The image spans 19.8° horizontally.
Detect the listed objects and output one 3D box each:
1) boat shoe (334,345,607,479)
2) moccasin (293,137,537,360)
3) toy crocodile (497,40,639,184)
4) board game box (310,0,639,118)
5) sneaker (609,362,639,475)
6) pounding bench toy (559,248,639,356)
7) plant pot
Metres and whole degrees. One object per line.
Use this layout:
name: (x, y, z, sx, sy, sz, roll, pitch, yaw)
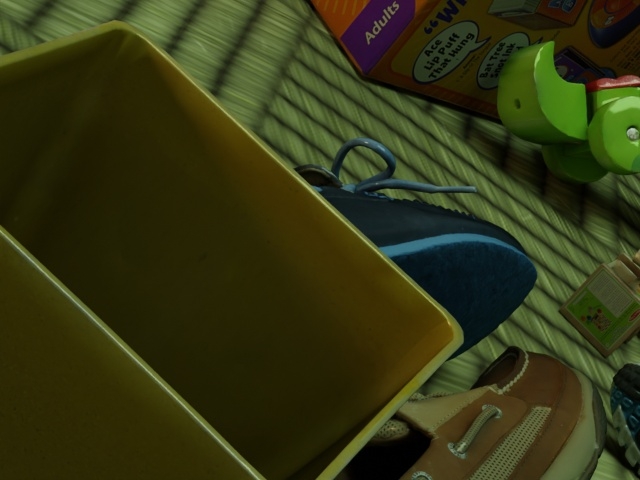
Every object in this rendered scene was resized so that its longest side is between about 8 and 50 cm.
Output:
boat shoe: (0.066, 0.129, 0.964, 0.120, 0.122, 0.324, 36, 24, -1)
moccasin: (0.000, 0.000, 1.067, 0.342, 0.138, 0.117, 8, 35, -51)
toy crocodile: (0.309, -0.098, 1.588, 0.340, 0.105, 0.115, 6, -6, -19)
board game box: (0.181, -0.351, 1.637, 0.356, 0.356, 0.356, 12, 36, -46)
sneaker: (0.273, 0.150, 1.293, 0.190, 0.071, 0.083, 44, 17, -12)
pounding bench toy: (0.236, 0.037, 1.395, 0.052, 0.083, 0.065, 46, 26, 12)
plant pot: (-0.100, 0.060, 0.761, 0.212, 0.187, 0.212, 42, 25, 6)
